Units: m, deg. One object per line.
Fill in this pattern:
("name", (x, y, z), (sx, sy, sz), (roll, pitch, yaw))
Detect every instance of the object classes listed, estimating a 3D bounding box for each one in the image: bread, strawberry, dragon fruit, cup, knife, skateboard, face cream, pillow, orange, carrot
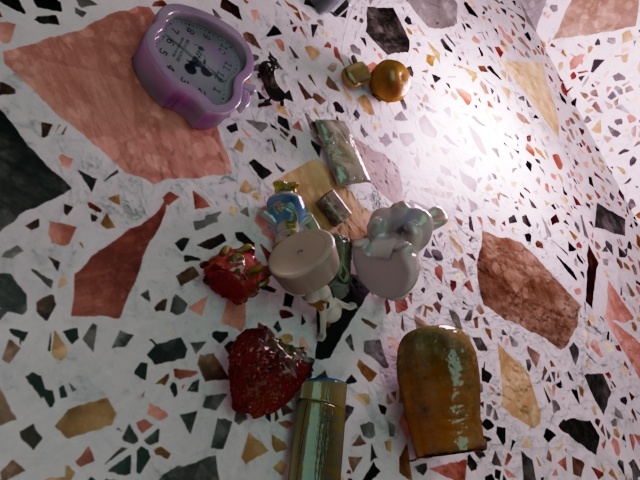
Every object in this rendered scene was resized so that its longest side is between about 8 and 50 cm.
("bread", (0.120, -0.567, 2.064), (0.115, 0.056, 0.082), (-37, 95, -36))
("strawberry", (-0.128, 0.303, 1.352), (0.201, 0.184, 0.187), (-60, 149, 0))
("dragon fruit", (-0.190, 0.081, 1.442), (0.208, 0.133, 0.149), (5, 91, -55))
("cup", (0.049, -0.857, 2.105), (0.095, 0.129, 0.128), (-37, 93, -43))
("knife", (0.000, 0.001, 1.652), (0.043, 0.020, 0.293), (-29, 66, -11))
("skateboard", (-0.145, -0.480, 1.789), (0.067, 0.080, 0.151), (-9, 72, -35))
("face cream", (-0.003, 0.462, 1.426), (0.139, 0.067, 0.285), (25, 55, -28))
("pillow", (0.065, -0.276, 1.876), (0.148, 0.050, 0.229), (-15, 80, -38))
("orange", (0.243, -0.564, 2.120), (0.155, 0.134, 0.154), (-2, 93, -39))
("carrot", (0.323, 0.406, 1.611), (0.224, 0.224, 0.340), (9, 66, -36))

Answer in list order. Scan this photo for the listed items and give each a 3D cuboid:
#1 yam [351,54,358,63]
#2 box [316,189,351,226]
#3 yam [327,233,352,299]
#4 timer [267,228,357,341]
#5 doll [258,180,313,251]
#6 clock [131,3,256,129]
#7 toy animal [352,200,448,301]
("yam", (0.136, -0.606, 2.121), (0.021, 0.021, 0.116), (-14, 79, -42))
("box", (0.039, -0.095, 1.763), (0.098, 0.045, 0.062), (51, 48, -7))
("yam", (0.048, 0.071, 1.665), (0.078, 0.078, 0.179), (23, 56, -28))
("timer", (-0.004, 0.124, 1.516), (0.175, 0.175, 0.266), (-60, 137, -40))
("doll", (-0.088, -0.043, 1.600), (0.135, 0.099, 0.240), (26, 49, -52))
("clock", (-0.330, -0.471, 1.624), (0.339, 0.102, 0.338), (18, 58, -32))
("toy animal", (0.245, 0.004, 1.782), (0.367, 0.196, 0.241), (-60, 146, -38))
